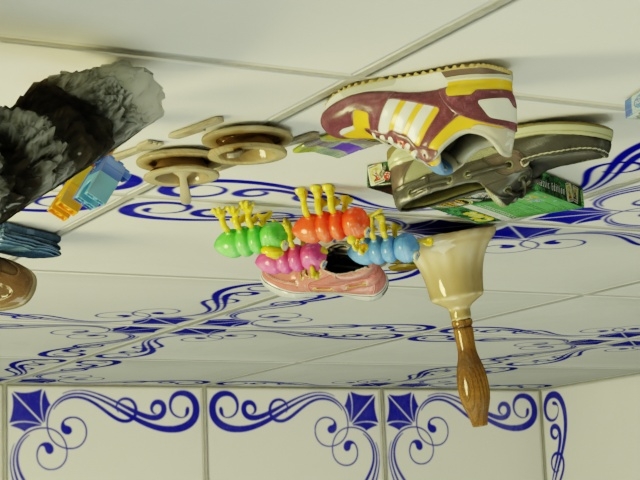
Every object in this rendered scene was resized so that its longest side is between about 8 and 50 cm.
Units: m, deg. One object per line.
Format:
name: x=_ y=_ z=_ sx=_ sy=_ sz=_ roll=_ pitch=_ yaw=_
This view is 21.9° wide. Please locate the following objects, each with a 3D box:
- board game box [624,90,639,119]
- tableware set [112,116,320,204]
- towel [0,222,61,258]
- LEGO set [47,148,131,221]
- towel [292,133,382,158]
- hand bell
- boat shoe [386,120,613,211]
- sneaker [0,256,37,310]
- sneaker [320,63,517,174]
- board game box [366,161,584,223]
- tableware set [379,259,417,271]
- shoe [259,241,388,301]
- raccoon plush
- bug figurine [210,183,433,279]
board game box: x=0.327 y=-0.125 z=1.453 sx=0.090 sy=0.020 sz=0.090 roll=1 pitch=170 yaw=-14
tableware set: x=-0.104 y=-0.073 z=1.590 sx=0.128 sy=0.039 sz=0.194 roll=6 pitch=167 yaw=-39
towel: x=-0.368 y=0.002 z=1.979 sx=0.067 sy=0.029 sz=0.119 roll=-7 pitch=169 yaw=28
LEGO set: x=-0.214 y=-0.080 z=1.449 sx=0.087 sy=0.093 sz=0.227 roll=35 pitch=162 yaw=-17
towel: x=0.020 y=-0.093 z=1.595 sx=0.060 sy=0.009 sz=0.083 roll=6 pitch=167 yaw=-41
hand bell: x=0.176 y=0.112 z=2.060 sx=0.126 sy=0.242 sz=0.126 roll=-9 pitch=176 yaw=-1
boat shoe: x=0.172 y=-0.067 z=1.588 sx=0.223 sy=0.073 sz=0.080 roll=-6 pitch=169 yaw=21
sneaker: x=-0.430 y=0.038 z=1.962 sx=0.188 sy=0.066 sz=0.071 roll=12 pitch=170 yaw=19
sneaker: x=0.078 y=-0.093 z=1.394 sx=0.185 sy=0.084 sz=0.069 roll=-10 pitch=167 yaw=36
board game box: x=0.171 y=-0.057 z=1.780 sx=0.136 sy=0.030 sz=0.259 roll=-11 pitch=167 yaw=29
tableware set: x=0.086 y=0.031 z=2.270 sx=0.104 sy=0.024 sz=0.154 roll=-2 pitch=169 yaw=-19
shoe: x=-0.002 y=0.035 z=2.175 sx=0.178 sy=0.063 sz=0.081 roll=5 pitch=152 yaw=19
raccoon plush: x=-0.361 y=-0.104 z=1.194 sx=0.216 sy=0.299 sz=0.446 roll=-31 pitch=-174 yaw=39
bug figurine: x=0.000 y=0.000 z=1.930 sx=0.216 sy=0.072 sz=0.279 roll=-6 pitch=170 yaw=20
